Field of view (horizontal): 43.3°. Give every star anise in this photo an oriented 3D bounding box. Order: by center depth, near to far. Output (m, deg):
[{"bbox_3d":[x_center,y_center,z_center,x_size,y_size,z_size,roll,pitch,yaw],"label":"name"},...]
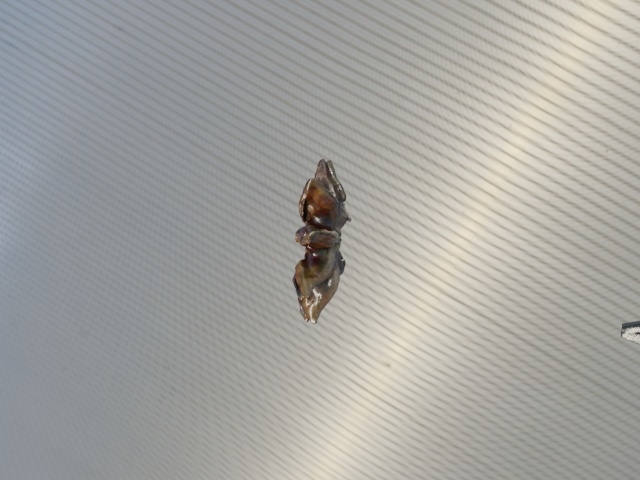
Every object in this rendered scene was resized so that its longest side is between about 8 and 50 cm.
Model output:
[{"bbox_3d":[0.000,0.000,1.376,0.088,0.288,0.288,7,112,13],"label":"star anise"}]

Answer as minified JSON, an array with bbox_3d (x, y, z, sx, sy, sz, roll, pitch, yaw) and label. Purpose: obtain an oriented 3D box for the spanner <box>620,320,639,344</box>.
[{"bbox_3d":[0.600,0.145,1.146,0.324,0.040,0.096,4,108,25],"label":"spanner"}]
